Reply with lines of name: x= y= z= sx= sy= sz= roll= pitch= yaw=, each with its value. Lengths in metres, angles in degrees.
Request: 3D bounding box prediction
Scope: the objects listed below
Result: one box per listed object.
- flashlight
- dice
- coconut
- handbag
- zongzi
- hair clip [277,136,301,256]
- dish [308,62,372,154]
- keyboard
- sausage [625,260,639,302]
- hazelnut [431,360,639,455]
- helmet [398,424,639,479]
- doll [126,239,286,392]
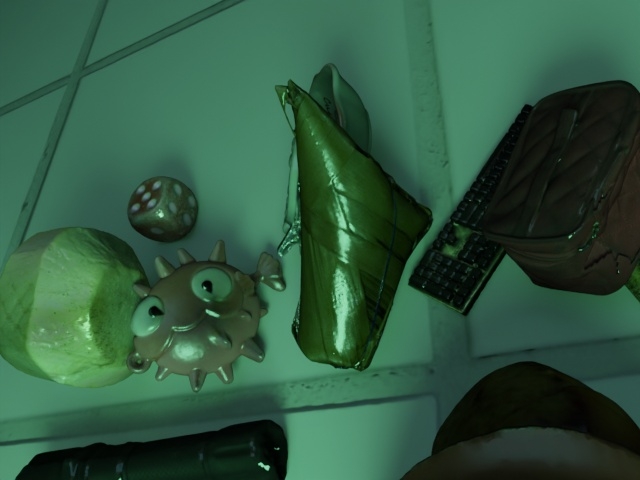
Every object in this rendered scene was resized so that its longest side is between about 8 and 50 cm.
flashlight: x=-0.233 y=0.315 z=0.755 sx=0.423 sy=0.103 sz=0.103 roll=-15 pitch=55 yaw=21
dice: x=-0.288 y=-0.056 z=1.018 sx=0.094 sy=0.093 sz=0.091 roll=-9 pitch=57 yaw=26
coconut: x=-0.374 y=0.106 z=0.865 sx=0.259 sy=0.259 sz=0.259 roll=-15 pitch=55 yaw=23
handbag: x=0.287 y=-0.059 z=0.622 sx=0.146 sy=0.135 sz=0.225 roll=9 pitch=67 yaw=60
zongzi: x=0.000 y=0.000 z=0.674 sx=0.123 sy=0.289 sz=0.260 roll=8 pitch=67 yaw=44
hair clip: x=-0.030 y=-0.079 z=0.838 sx=0.054 sy=0.140 sz=0.220 roll=6 pitch=94 yaw=-2
dish: x=0.031 y=-0.152 z=0.856 sx=0.081 sy=0.229 sz=0.230 roll=2 pitch=53 yaw=-14
keyboard: x=0.237 y=-0.051 z=0.738 sx=0.106 sy=0.027 sz=0.317 roll=27 pitch=77 yaw=40
sausage: x=0.372 y=0.099 z=0.557 sx=0.032 sy=0.033 sz=0.269 roll=-32 pitch=50 yaw=11
hazelnut: x=0.209 y=0.218 z=0.500 sx=0.208 sy=0.208 sz=0.208 roll=-15 pitch=55 yaw=23
helmet: x=0.128 y=0.340 z=0.321 sx=0.337 sy=0.230 sz=0.385 roll=12 pitch=104 yaw=24
doll: x=-0.164 y=0.104 z=0.812 sx=0.261 sy=0.093 sz=0.211 roll=-28 pitch=78 yaw=-22
